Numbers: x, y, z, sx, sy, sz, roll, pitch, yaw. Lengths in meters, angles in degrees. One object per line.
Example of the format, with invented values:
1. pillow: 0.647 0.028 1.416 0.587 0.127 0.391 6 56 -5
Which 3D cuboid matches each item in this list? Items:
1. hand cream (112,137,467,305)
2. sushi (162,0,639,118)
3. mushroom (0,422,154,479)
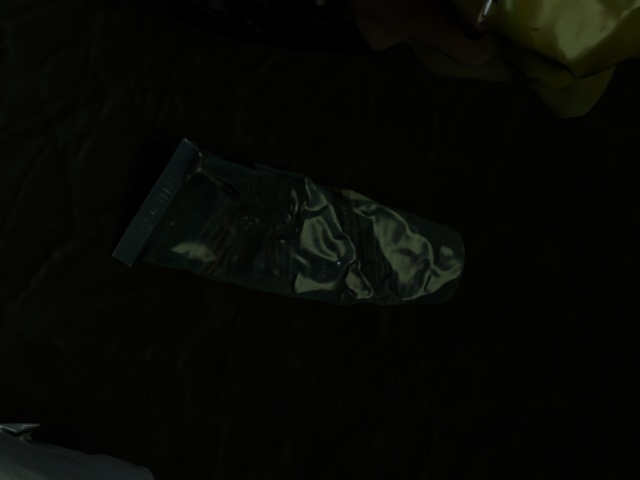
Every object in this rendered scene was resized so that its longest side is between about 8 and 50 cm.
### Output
1. hand cream: 0.001 0.000 0.818 0.248 0.052 0.075 12 95 -44
2. sushi: 0.081 -0.233 0.650 0.328 0.285 0.328 -6 108 -41
3. mushroom: -0.210 0.228 0.658 0.159 0.122 0.328 37 79 -34
